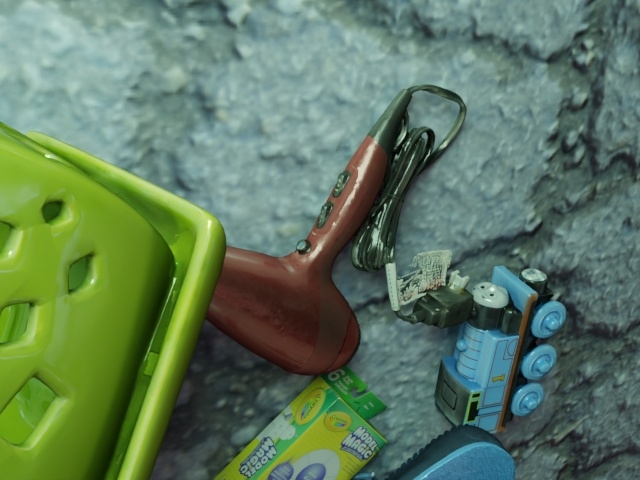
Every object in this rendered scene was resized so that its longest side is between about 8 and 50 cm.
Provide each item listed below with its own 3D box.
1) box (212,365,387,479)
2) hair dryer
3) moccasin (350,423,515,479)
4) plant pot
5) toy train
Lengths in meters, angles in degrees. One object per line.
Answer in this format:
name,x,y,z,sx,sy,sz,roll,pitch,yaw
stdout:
box,-0.013,0.208,0.740,0.179,0.043,0.105,-46,131,-5
hair dryer,0.000,0.000,0.631,0.293,0.080,0.224,-17,108,-31
moccasin,0.046,0.306,0.788,0.342,0.117,0.137,-46,111,6
plant pot,-0.193,0.039,0.397,0.207,0.227,0.228,11,100,-51
toy train,0.182,0.115,0.793,0.105,0.080,0.184,-6,118,-24
